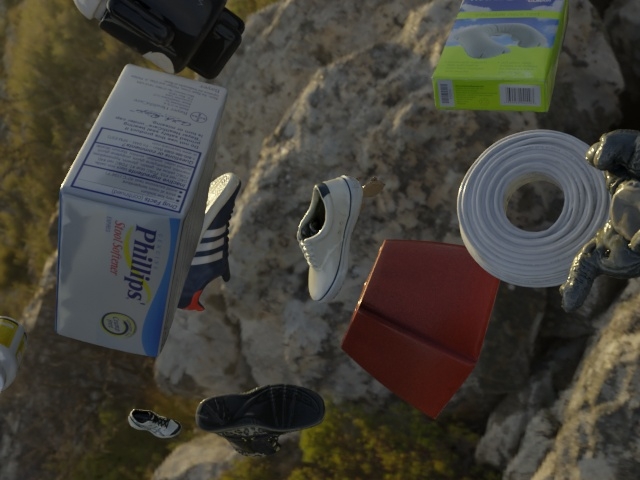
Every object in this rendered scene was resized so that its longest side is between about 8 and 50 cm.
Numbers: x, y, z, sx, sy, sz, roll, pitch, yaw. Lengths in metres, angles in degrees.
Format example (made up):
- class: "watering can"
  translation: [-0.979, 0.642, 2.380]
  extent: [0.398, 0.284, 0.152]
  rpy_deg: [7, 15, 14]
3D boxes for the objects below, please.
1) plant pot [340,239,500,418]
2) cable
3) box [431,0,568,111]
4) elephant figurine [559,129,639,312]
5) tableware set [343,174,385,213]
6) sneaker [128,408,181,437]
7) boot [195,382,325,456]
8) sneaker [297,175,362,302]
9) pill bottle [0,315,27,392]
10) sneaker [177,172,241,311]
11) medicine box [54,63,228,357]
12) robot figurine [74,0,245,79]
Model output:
- class: "plant pot"
  translation: [0.189, 0.152, 1.667]
  extent: [0.267, 0.236, 0.267]
  rpy_deg: [108, -175, -55]
- class: "cable"
  translation: [0.349, -0.051, 1.354]
  extent: [0.257, 0.089, 0.257]
  rpy_deg: [-36, 66, 8]
- class: "box"
  translation: [0.185, -0.197, 0.838]
  extent: [0.109, 0.042, 0.178]
  rpy_deg: [5, 47, 21]
- class: "elephant figurine"
  translation: [0.441, -0.021, 1.146]
  extent: [0.186, 0.170, 0.239]
  rpy_deg: [104, 175, -74]
- class: "tableware set"
  translation: [0.080, -0.112, 2.178]
  extent: [0.168, 0.141, 0.020]
  rpy_deg: [-51, 47, 34]
- class: "sneaker"
  translation: [-0.256, 0.282, 1.295]
  extent: [0.037, 0.083, 0.031]
  rpy_deg: [106, 174, -54]
- class: "boot"
  translation: [-0.088, 0.334, 1.534]
  extent: [0.237, 0.178, 0.085]
  rpy_deg: [-7, 58, 13]
- class: "sneaker"
  translation: [0.000, 0.000, 1.503]
  extent: [0.094, 0.091, 0.258]
  rpy_deg: [49, 136, 50]
- class: "pill bottle"
  translation: [-0.381, 0.138, 0.974]
  extent: [0.065, 0.065, 0.116]
  rpy_deg: [-56, 18, 9]
- class: "sneaker"
  translation: [-0.260, 0.011, 2.018]
  extent: [0.350, 0.148, 0.131]
  rpy_deg: [-60, 26, 0]
- class: "medicine box"
  translation: [-0.238, -0.043, 1.129]
  extent: [0.289, 0.149, 0.263]
  rpy_deg: [-80, 6, -48]
- class: "robot figurine"
  translation: [-0.258, -0.381, 1.342]
  extent: [0.173, 0.278, 0.209]
  rpy_deg: [-61, 18, -10]
